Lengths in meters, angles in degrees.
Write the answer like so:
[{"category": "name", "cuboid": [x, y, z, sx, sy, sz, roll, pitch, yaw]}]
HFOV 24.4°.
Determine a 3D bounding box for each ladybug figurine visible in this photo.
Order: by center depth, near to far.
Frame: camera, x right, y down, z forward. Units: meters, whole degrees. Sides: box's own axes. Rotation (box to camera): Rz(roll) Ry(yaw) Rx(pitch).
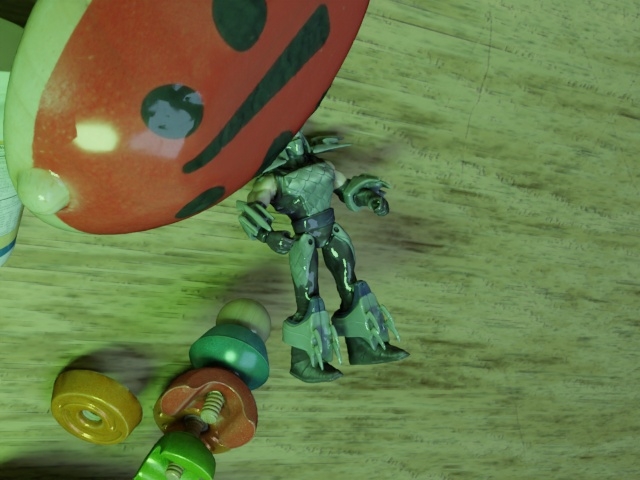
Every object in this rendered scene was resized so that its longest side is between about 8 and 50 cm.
[{"category": "ladybug figurine", "cuboid": [-0.091, -0.172, 1.252, 0.449, 0.162, 0.305, -55, 151, -29]}]

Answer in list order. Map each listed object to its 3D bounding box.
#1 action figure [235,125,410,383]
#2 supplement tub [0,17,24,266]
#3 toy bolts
[{"category": "action figure", "cuboid": [0.000, 0.000, 1.565, 0.185, 0.099, 0.285, -19, 99, -28]}, {"category": "supplement tub", "cuboid": [-0.312, -0.082, 1.254, 0.144, 0.144, 0.200, -4, 124, -39]}, {"category": "toy bolts", "cuboid": [-0.151, 0.144, 1.598, 0.218, 0.158, 0.228, 35, 137, -15]}]
